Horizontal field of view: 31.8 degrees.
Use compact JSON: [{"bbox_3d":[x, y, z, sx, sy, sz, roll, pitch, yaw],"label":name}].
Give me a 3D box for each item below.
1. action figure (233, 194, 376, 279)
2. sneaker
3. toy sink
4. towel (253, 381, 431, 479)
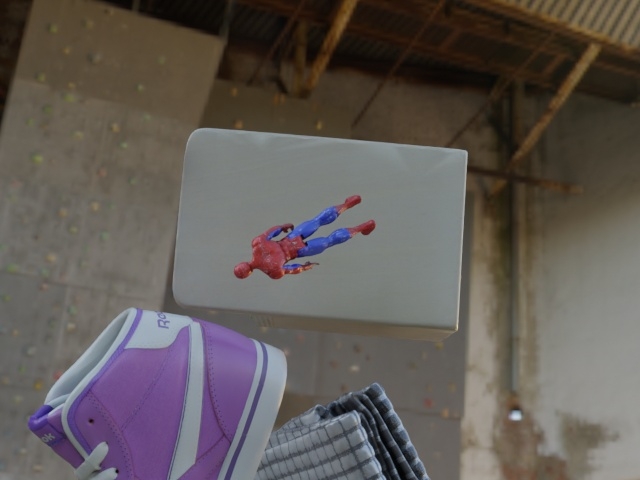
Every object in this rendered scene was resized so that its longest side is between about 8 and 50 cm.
[{"bbox_3d":[-0.014,0.002,0.791,0.115,0.038,0.030,-24,-4,-36],"label":"action figure"},{"bbox_3d":[-0.139,0.185,0.770,0.161,0.282,0.102,21,-15,-26],"label":"sneaker"},{"bbox_3d":[0.000,0.000,0.970,0.234,0.153,0.131,4,-10,-1],"label":"toy sink"},{"bbox_3d":[0.031,0.293,1.204,0.121,0.235,0.283,-21,-10,-34],"label":"towel"}]
